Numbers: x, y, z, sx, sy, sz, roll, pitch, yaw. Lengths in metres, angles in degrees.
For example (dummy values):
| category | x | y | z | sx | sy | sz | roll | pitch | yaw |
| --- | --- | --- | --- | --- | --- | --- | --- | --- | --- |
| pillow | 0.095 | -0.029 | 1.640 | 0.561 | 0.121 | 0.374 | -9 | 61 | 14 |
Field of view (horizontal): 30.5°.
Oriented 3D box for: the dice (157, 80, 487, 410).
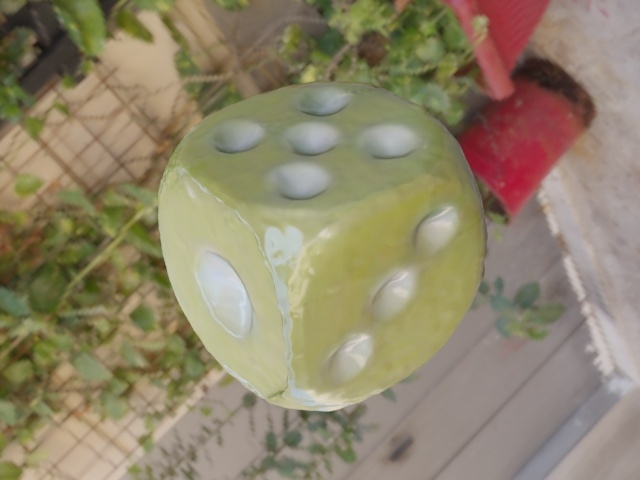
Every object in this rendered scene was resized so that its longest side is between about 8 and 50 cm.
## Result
| category | x | y | z | sx | sy | sz | roll | pitch | yaw |
| --- | --- | --- | --- | --- | --- | --- | --- | --- | --- |
| dice | 0.000 | 0.000 | 0.812 | 0.169 | 0.169 | 0.166 | 37 | 142 | 41 |
